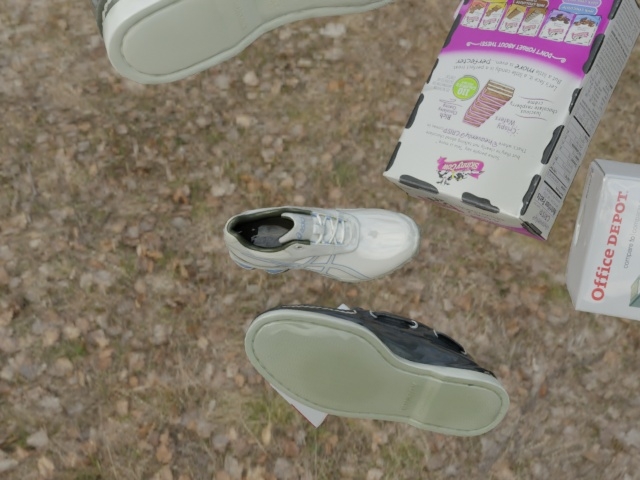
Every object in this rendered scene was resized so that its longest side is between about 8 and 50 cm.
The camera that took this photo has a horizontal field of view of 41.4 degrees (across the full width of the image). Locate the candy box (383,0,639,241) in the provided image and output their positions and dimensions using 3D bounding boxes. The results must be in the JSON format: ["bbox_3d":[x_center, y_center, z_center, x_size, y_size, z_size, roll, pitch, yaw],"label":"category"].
[{"bbox_3d":[0.181,-0.134,0.803,0.159,0.071,0.233,23,86,40],"label":"candy box"}]

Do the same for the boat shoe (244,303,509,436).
[{"bbox_3d":[0.066,0.139,1.034,0.340,0.127,0.113,15,26,-15],"label":"boat shoe"}]

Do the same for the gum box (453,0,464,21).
[{"bbox_3d":[0.253,-0.244,1.101,0.107,0.062,0.188,-9,72,-17],"label":"gum box"}]

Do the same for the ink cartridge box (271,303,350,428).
[{"bbox_3d":[0.019,0.235,1.605,0.128,0.127,0.176,42,47,14],"label":"ink cartridge box"}]

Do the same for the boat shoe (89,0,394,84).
[{"bbox_3d":[-0.022,-0.215,0.620,0.305,0.109,0.091,-23,62,-8],"label":"boat shoe"}]

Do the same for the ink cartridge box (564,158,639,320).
[{"bbox_3d":[0.519,0.013,1.215,0.289,0.211,0.121,8,18,7],"label":"ink cartridge box"}]

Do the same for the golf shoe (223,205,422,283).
[{"bbox_3d":[0.000,0.000,0.738,0.176,0.086,0.069,-3,79,7],"label":"golf shoe"}]
